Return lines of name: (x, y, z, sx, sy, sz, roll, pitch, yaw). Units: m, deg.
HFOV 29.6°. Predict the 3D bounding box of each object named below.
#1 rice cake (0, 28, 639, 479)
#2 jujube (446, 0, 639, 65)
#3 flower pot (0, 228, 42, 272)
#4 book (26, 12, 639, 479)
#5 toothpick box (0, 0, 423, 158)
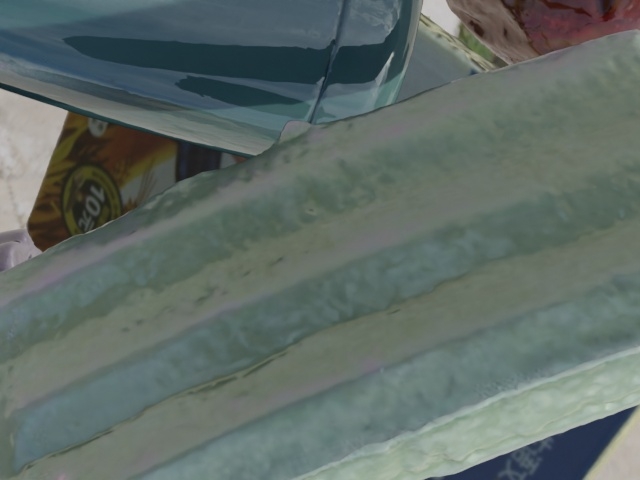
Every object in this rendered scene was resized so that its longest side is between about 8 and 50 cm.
rice cake: (0.011, 0.018, 0.354, 0.237, 0.127, 0.043, -22, 140, -3)
jujube: (0.229, -0.321, 1.117, 0.276, 0.377, 0.276, -6, 160, -2)
flower pot: (-0.323, 0.119, 1.075, 0.243, 0.265, 0.265, -28, 112, 11)
book: (0.000, 0.000, 0.730, 0.428, 0.039, 0.300, 41, 117, 25)
toothpick box: (-0.062, -0.099, 0.454, 0.184, 0.120, 0.120, 11, 120, -14)
